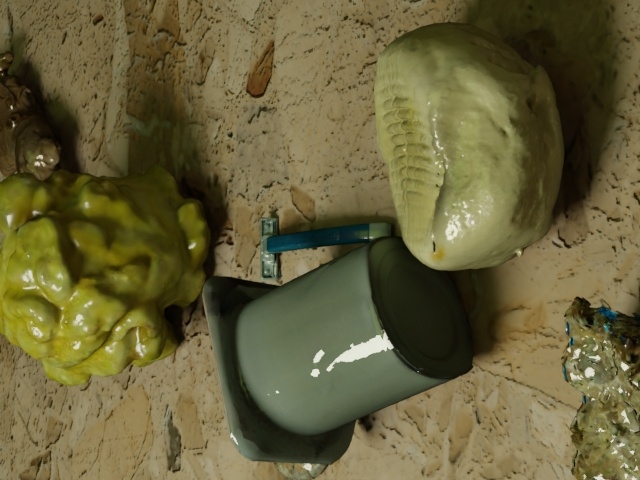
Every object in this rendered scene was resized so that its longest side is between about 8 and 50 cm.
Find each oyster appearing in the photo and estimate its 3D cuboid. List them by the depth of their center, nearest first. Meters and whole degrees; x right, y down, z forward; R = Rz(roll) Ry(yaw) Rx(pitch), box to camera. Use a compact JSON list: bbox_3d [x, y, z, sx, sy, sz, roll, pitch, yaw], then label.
[{"bbox_3d":[0.286,0.148,1.364,0.198,0.092,0.259,-48,57,40],"label":"oyster"}]

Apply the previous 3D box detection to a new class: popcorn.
[{"bbox_3d":[-0.253,0.038,1.860,0.235,0.250,0.242,-4,86,41],"label":"popcorn"}]

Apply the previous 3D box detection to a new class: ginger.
[{"bbox_3d":[-0.366,-0.113,2.119,0.122,0.084,0.290,-54,52,24],"label":"ginger"}]

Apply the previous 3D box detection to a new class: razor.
[{"bbox_3d":[-0.003,0.000,1.736,0.191,0.037,0.068,-8,81,48],"label":"razor"}]

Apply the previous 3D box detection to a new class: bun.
[{"bbox_3d":[0.135,-0.084,1.514,0.229,0.145,0.229,169,90,-80],"label":"bun"}]

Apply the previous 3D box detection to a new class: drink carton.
[{"bbox_3d":[0.025,0.090,1.605,0.189,0.191,0.185,-32,62,32],"label":"drink carton"}]

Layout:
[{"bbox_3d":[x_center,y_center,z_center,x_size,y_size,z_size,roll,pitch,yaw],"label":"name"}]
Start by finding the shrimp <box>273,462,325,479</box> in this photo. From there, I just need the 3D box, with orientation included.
[{"bbox_3d":[-0.022,0.166,1.758,0.091,0.034,0.161,-13,84,36],"label":"shrimp"}]
